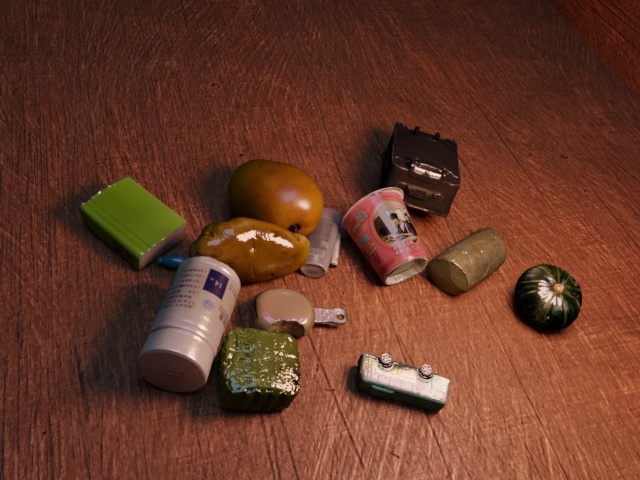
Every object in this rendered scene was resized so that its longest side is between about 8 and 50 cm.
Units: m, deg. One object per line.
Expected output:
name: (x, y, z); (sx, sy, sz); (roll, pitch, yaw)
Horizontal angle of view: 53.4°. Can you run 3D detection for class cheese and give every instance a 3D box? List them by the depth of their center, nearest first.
cheese: (-0.059, 0.218, 1.862); (0.286, 0.082, 0.163); (6, 48, -11)

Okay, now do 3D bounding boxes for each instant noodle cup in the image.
instant noodle cup: (0.220, -0.002, 2.054); (0.243, 0.244, 0.255); (-13, 62, -25)

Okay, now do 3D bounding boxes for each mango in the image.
mango: (-0.156, -0.144, 2.073); (0.263, 0.221, 0.378); (-31, 47, -23)

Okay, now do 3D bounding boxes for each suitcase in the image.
suitcase: (0.352, -0.258, 2.291); (0.283, 0.194, 0.434); (17, 31, -2)

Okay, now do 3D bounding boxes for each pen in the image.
pen: (0.054, 0.012, 2.118); (0.025, 0.025, 0.204); (13, 46, -3)

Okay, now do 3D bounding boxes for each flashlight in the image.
flashlight: (-0.426, 0.067, 1.922); (0.129, 0.051, 0.051); (5, 48, -8)

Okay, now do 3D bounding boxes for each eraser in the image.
eraser: (-0.579, -0.058, 1.968); (0.274, 0.092, 0.210); (35, 50, 15)

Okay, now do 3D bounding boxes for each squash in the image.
squash: (0.729, 0.183, 2.041); (0.218, 0.172, 0.218); (10, 52, -12)

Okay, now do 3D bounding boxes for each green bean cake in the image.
green bean cake: (-0.165, 0.343, 1.686); (0.214, 0.113, 0.200); (10, 49, -18)

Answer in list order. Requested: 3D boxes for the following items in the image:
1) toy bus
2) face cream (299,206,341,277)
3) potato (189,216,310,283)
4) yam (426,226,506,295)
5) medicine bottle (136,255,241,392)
toy bus: (0.227, 0.394, 1.778); (0.261, 0.091, 0.109); (15, 53, 1)
face cream: (0.000, 0.000, 2.079); (0.107, 0.073, 0.269); (13, 47, 0)
potato: (-0.211, 0.032, 1.906); (0.368, 0.176, 0.196); (2, 85, -21)
yam: (0.486, 0.071, 2.088); (0.268, 0.161, 0.161); (-30, 62, -35)
medicine bottle: (-0.347, 0.222, 1.706); (0.189, 0.190, 0.332); (16, 47, -1)
